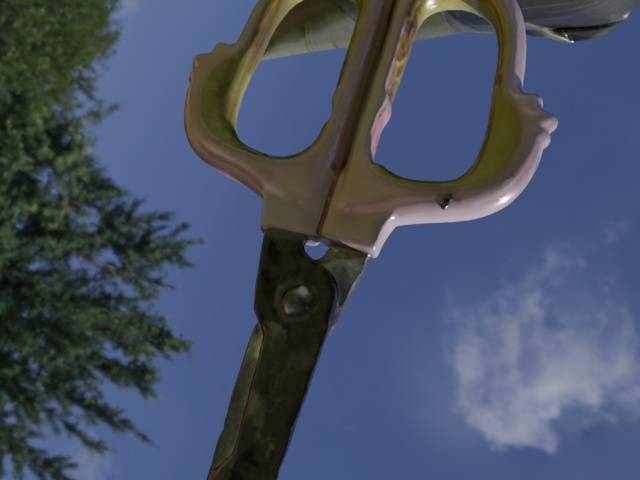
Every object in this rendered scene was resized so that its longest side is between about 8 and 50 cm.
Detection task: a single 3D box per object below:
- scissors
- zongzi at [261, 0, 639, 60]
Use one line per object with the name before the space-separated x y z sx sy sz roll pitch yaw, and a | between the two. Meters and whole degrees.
scissors | 0.000 0.000 0.371 0.160 0.024 0.317 12 -109 14
zongzi | 0.062 -0.279 0.642 0.318 0.154 0.289 -3 -95 29
